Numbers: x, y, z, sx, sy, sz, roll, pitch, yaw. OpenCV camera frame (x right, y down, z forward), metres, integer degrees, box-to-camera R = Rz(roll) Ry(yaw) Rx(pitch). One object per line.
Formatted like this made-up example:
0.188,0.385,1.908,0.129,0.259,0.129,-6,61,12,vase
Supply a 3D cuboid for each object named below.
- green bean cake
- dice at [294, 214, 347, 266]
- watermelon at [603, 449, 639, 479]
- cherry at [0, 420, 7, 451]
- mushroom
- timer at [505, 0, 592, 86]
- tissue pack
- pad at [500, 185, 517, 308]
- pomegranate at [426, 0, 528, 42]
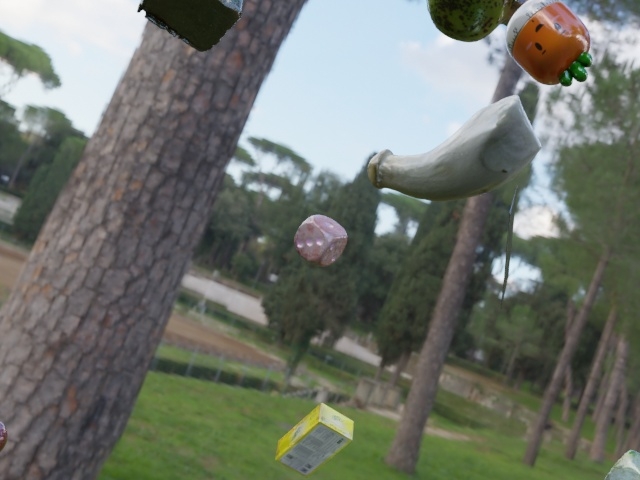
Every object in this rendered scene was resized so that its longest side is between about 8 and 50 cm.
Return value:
-0.265,-0.500,1.939,0.181,0.094,0.173,27,-33,-24,green bean cake
0.000,0.000,2.189,0.093,0.091,0.094,41,27,26,dice
0.580,0.558,1.711,0.224,0.305,0.180,28,-10,14,watermelon
-0.694,0.413,1.888,0.107,0.090,0.225,12,5,-13,cherry
0.193,-0.113,1.353,0.270,0.118,0.103,-22,6,33,mushroom
0.313,-0.256,1.253,0.136,0.099,0.136,50,16,-19,timer
-0.014,0.455,2.127,0.095,0.176,0.062,33,32,-17,tissue pack
0.334,0.011,1.652,0.004,0.190,0.127,7,28,15,pad
0.355,-0.532,2.012,0.276,0.222,0.204,8,23,-33,pomegranate
